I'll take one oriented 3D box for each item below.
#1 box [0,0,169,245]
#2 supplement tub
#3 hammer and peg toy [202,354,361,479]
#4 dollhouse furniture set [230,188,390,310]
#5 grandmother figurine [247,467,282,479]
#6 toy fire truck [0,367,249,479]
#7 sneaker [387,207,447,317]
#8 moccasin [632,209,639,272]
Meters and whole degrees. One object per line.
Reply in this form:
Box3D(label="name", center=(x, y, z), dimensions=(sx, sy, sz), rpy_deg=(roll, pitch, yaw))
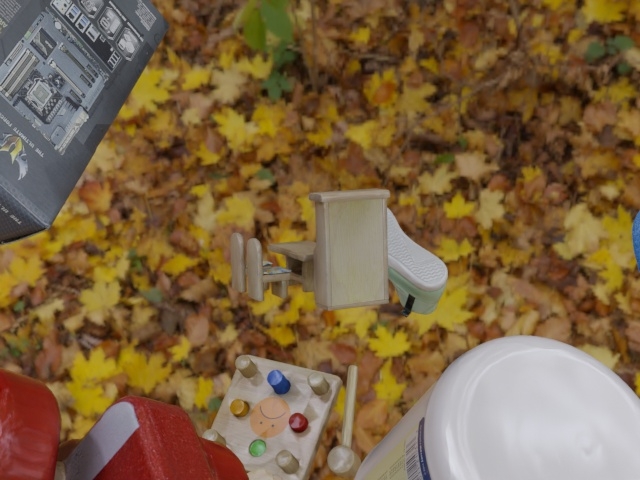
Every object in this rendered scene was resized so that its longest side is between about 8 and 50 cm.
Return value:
Box3D(label="box", center=(-0.205, -0.138, 0.491), dimensions=(0.059, 0.232, 0.183), rpy_deg=(-15, 42, 36))
Box3D(label="supplement tub", center=(0.163, 0.264, 0.911), dimensions=(0.236, 0.324, 0.235), rpy_deg=(10, 54, -14))
Box3D(label="hammer and peg toy", center=(-0.055, 0.390, 1.959), dimensions=(0.362, 0.127, 0.265), rpy_deg=(8, 61, 25))
Box3D(label="dollhouse furniture set", center=(0.000, 0.000, 1.359), dimensions=(0.212, 0.160, 0.242), rpy_deg=(-5, 9, -25))
Box3D(label="grandmother figurine", center=(-0.070, 0.531, 1.626), dimensions=(0.104, 0.342, 0.207), rpy_deg=(3, 61, 19))
Box3D(label="toy fire truck", center=(-0.144, 0.230, 0.454), dimensions=(0.302, 0.169, 0.254), rpy_deg=(-49, 39, 13))
Box3D(label="sneaker", center=(0.123, 0.037, 1.677), dimensions=(0.094, 0.151, 0.256), rpy_deg=(-35, 63, -21))
Box3D(label="moccasin", center=(0.436, 0.100, 0.909), dimensions=(0.138, 0.117, 0.342), rpy_deg=(-40, 59, 22))
